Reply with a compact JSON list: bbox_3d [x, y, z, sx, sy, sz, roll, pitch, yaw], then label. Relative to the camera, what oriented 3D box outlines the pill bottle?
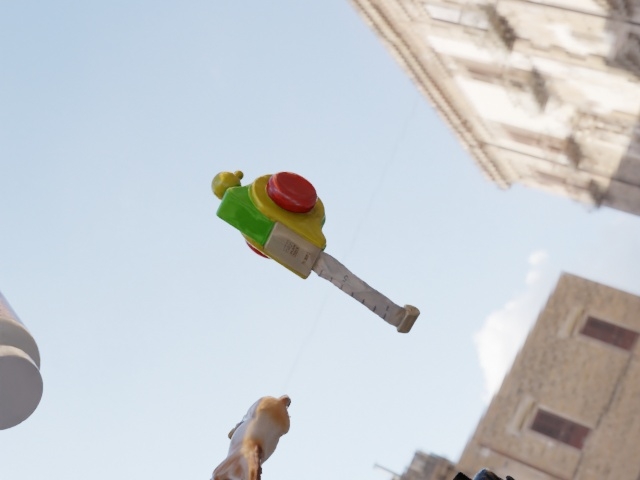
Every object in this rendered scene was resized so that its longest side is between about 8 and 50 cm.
[{"bbox_3d":[-0.538,0.175,1.791,0.169,0.301,0.169,-12,-65,-26],"label":"pill bottle"}]

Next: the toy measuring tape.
[{"bbox_3d":[0.000,0.000,1.516,0.121,0.330,0.121,-56,-7,-11],"label":"toy measuring tape"}]

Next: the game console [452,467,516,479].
[{"bbox_3d":[0.195,0.271,0.995,0.044,0.213,0.361,-52,-20,-9],"label":"game console"}]

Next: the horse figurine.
[{"bbox_3d":[-0.096,0.283,1.529,0.174,0.066,0.263,-48,4,40],"label":"horse figurine"}]
